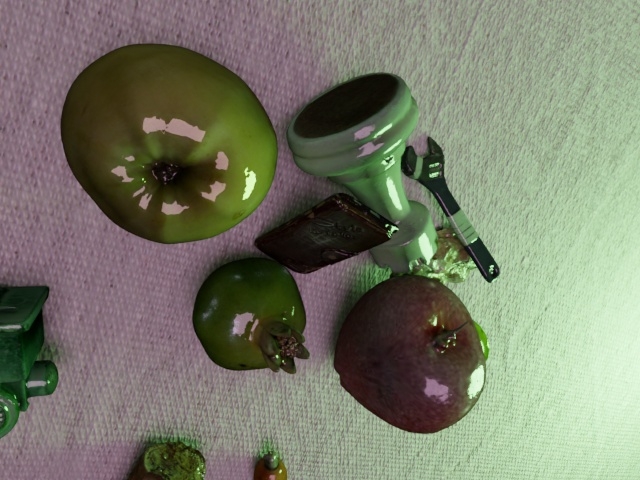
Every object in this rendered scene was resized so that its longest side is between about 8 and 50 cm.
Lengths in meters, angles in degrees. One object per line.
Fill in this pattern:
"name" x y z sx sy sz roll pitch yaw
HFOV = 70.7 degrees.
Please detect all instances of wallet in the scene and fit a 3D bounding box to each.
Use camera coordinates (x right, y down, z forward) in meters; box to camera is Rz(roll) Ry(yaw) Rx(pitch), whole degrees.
"wallet" 0.000 0.000 0.706 0.122 0.232 0.031 31 55 -26

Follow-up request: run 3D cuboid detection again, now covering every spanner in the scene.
"spanner" 0.252 -0.050 0.829 0.087 0.024 0.315 -43 106 -21

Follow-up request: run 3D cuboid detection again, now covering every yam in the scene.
"yam" -0.305 0.480 0.815 0.129 0.128 0.238 10 114 -53

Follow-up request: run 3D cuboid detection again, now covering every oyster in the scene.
"oyster" 0.240 0.036 0.864 0.209 0.072 0.132 16 106 -25

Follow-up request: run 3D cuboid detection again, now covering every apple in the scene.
"apple" -0.189 -0.116 0.580 0.263 0.262 0.262 -6 111 -16

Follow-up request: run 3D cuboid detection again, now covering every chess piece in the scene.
"chess piece" 0.091 -0.088 0.719 0.195 0.194 0.299 -34 125 -4

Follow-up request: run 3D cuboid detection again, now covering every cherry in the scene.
"cherry" 0.148 0.200 0.791 0.221 0.260 0.308 1 153 -42

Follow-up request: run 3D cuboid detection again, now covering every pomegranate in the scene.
"pomegranate" -0.097 0.126 0.700 0.187 0.225 0.186 -10 109 -30

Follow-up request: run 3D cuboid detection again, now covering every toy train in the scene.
"toy train" -0.517 0.174 0.623 0.266 0.145 0.201 0 106 -19

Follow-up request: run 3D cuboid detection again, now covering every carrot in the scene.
"carrot" -0.109 0.564 0.952 0.069 0.069 0.335 -3 116 -17

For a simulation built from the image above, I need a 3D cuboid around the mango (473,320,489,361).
"mango" 0.279 0.208 0.926 0.119 0.100 0.178 -24 132 35
